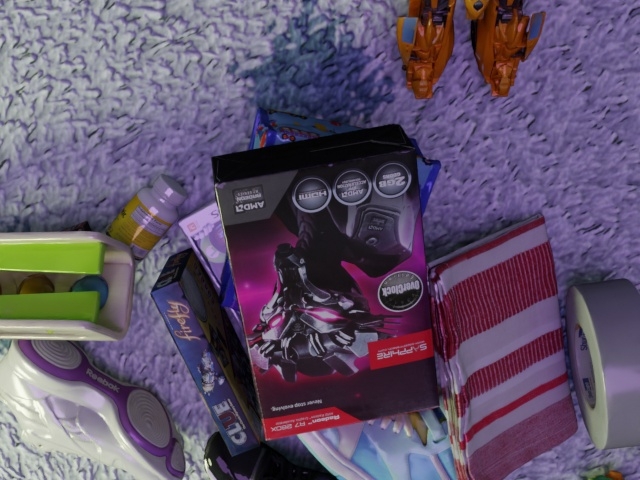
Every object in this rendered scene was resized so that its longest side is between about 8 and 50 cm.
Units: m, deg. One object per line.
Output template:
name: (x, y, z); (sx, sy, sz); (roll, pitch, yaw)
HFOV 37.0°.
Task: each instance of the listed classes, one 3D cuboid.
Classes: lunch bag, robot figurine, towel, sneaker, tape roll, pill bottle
lunch bag: (0.000, 0.000, 1.245); (0.221, 0.138, 0.293); (10, 108, -13)
robot figurine: (0.181, -0.284, 1.124); (0.211, 0.291, 0.085); (-3, 61, 0)
towel: (0.252, 0.153, 1.282); (0.237, 0.037, 0.328); (-22, 108, -36)
sneaker: (-0.029, 0.344, 1.347); (0.283, 0.107, 0.124); (40, 131, -18)
tape roll: (0.382, 0.162, 1.259); (0.072, 0.219, 0.219); (-9, 105, 4)
sneaker: (-0.325, 0.254, 1.349); (0.305, 0.114, 0.152); (40, 115, -6)
sneaker: (0.101, 0.254, 1.339); (0.208, 0.127, 0.319); (-45, 100, 3)
pill bottle: (-0.231, -0.030, 1.280); (0.065, 0.065, 0.116); (40, 101, -10)

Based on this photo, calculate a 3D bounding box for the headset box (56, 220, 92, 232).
headset box: (-0.339, 0.015, 1.308); (0.083, 0.032, 0.062); (-21, 105, 4)

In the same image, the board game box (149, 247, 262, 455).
board game box: (-0.144, 0.143, 1.277); (0.042, 0.165, 0.243); (-23, 104, 6)

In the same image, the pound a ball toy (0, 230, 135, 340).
pound a ball toy: (-0.410, 0.103, 1.239); (0.319, 0.136, 0.208); (-2, 76, 16)

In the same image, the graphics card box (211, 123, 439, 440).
graphics card box: (0.013, 0.058, 1.163); (0.233, 0.094, 0.370); (-9, 117, -3)

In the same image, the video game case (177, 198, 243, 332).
video game case: (-0.073, 0.012, 1.307); (0.173, 0.022, 0.190); (-29, 104, 1)

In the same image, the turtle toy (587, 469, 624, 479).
turtle toy: (0.432, 0.387, 1.400); (0.095, 0.066, 0.130); (-35, 107, 32)
